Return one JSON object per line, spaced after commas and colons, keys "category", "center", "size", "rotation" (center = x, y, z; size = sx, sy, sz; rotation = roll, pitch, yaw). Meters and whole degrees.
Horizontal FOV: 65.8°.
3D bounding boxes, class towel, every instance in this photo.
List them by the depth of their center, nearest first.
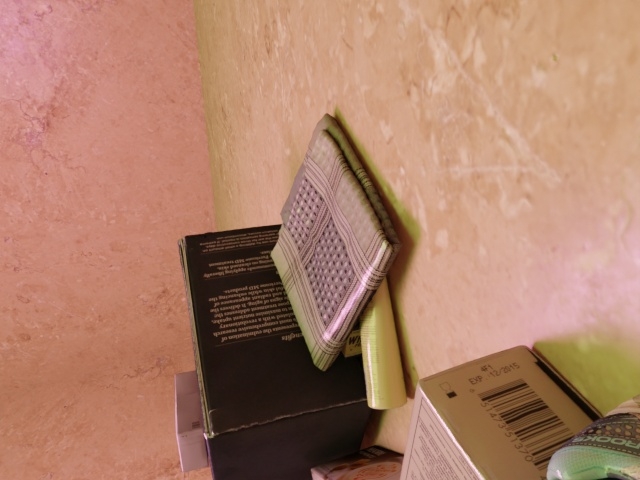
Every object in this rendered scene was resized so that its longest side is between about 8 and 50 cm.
{"category": "towel", "center": [0.000, 0.000, 0.833], "size": [0.312, 0.056, 0.324], "rotation": [114, 147, -41]}

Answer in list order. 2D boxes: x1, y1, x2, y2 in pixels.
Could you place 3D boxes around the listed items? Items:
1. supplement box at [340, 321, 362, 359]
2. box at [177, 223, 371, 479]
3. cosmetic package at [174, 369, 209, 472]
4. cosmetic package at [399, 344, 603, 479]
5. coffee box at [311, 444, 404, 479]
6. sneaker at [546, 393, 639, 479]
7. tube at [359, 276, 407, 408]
{"category": "supplement box", "center": [0.055, 0.146, 0.867], "size": [0.083, 0.056, 0.083], "rotation": [-120, 25, -47]}
{"category": "box", "center": [-0.125, 0.297, 1.099], "size": [0.472, 0.297, 0.480], "rotation": [-111, 19, -44]}
{"category": "cosmetic package", "center": [-0.297, 0.402, 1.126], "size": [0.239, 0.060, 0.099], "rotation": [-138, 41, -67]}
{"category": "cosmetic package", "center": [0.165, 0.268, 0.480], "size": [0.153, 0.129, 0.296], "rotation": [-126, 31, -49]}
{"category": "coffee box", "center": [0.085, 0.416, 0.802], "size": [0.246, 0.141, 0.098], "rotation": [132, 125, -70]}
{"category": "sneaker", "center": [0.232, 0.194, 0.233], "size": [0.283, 0.122, 0.110], "rotation": [-139, 41, -62]}
{"category": "tube", "center": [0.090, 0.133, 0.766], "size": [0.070, 0.062, 0.240], "rotation": [-11, 83, 29]}
